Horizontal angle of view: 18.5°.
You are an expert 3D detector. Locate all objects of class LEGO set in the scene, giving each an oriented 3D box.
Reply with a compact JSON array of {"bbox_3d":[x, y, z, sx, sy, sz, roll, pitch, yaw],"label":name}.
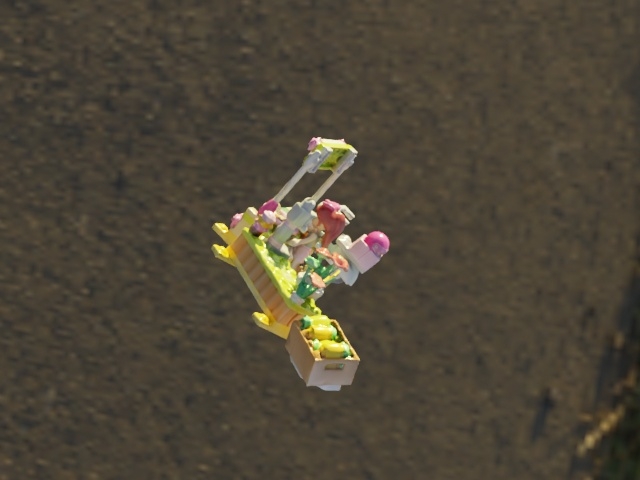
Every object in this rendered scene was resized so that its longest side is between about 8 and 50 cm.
[{"bbox_3d":[0.000,0.000,1.473,0.132,0.287,0.107,40,104,-8],"label":"LEGO set"}]
